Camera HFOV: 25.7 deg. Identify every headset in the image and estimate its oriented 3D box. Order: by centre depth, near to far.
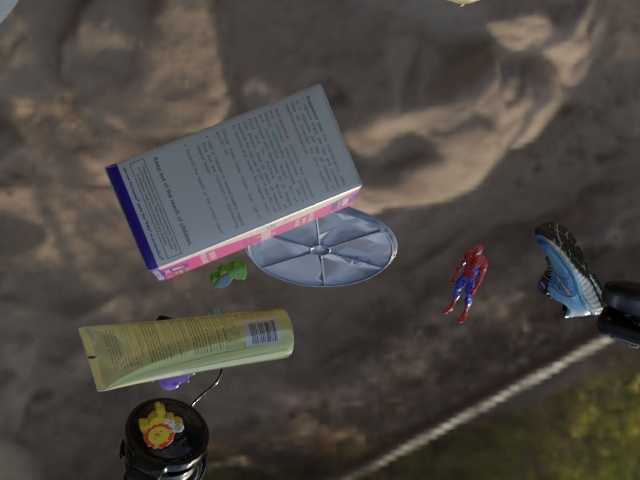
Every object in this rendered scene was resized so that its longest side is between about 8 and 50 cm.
[{"bbox_3d":[-0.268,0.317,2.220,0.185,0.394,0.243,26,159,4],"label":"headset"}]

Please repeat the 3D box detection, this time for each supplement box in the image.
[{"bbox_3d":[-0.082,-0.054,1.365,0.220,0.114,0.111,-23,174,-4],"label":"supplement box"}]

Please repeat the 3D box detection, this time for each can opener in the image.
[{"bbox_3d":[0.370,0.097,1.424,0.186,0.059,0.073,20,160,21],"label":"can opener"}]

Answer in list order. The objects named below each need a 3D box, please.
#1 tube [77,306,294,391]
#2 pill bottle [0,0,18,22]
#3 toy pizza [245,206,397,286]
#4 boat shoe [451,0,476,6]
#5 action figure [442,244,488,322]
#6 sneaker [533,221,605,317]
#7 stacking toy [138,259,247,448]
[{"bbox_3d":[-0.151,0.119,1.605,0.240,0.062,0.070,-6,-173,-25],"label":"tube"},{"bbox_3d":[-0.478,-0.326,1.374,0.361,0.204,0.204,47,139,-6],"label":"pill bottle"},{"bbox_3d":[0.000,0.000,1.838,0.201,0.032,0.201,1,148,1],"label":"toy pizza"},{"bbox_3d":[0.140,-0.328,1.392,0.104,0.285,0.089,-20,139,19],"label":"boat shoe"},{"bbox_3d":[0.184,0.051,1.762,0.030,0.038,0.115,-26,142,-46],"label":"action figure"},{"bbox_3d":[0.313,0.047,1.837,0.073,0.063,0.162,-21,121,22],"label":"sneaker"},{"bbox_3d":[-0.155,0.139,1.777,0.221,0.167,0.052,-45,118,11],"label":"stacking toy"}]
